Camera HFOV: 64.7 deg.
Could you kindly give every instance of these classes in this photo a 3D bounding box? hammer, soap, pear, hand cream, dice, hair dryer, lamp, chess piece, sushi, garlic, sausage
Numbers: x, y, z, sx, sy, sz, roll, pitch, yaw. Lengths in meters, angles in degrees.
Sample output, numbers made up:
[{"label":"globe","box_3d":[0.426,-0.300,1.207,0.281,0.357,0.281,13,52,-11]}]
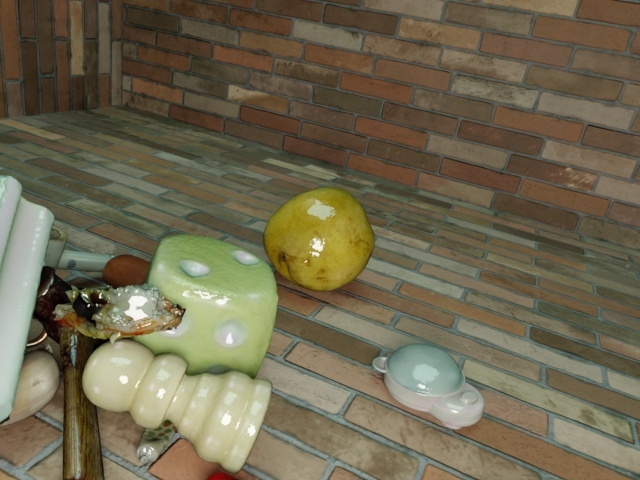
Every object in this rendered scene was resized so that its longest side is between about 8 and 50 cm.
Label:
[{"label":"hammer","box_3d":[-0.430,0.250,0.887,0.095,0.242,0.409,-28,47,0]},{"label":"soap","box_3d":[-0.609,0.127,0.787,0.261,0.156,0.446,-4,63,1]},{"label":"pear","box_3d":[0.000,0.000,1.463,0.314,0.315,0.314,9,23,-4]},{"label":"hand cream","box_3d":[-0.286,0.338,0.909,0.057,0.037,0.165,11,17,0]},{"label":"dice","box_3d":[-0.242,0.148,1.029,0.249,0.252,0.254,16,22,-19]},{"label":"hair dryer","box_3d":[-0.601,0.067,1.288,0.107,0.173,0.357,35,14,36]},{"label":"lamp","box_3d":[0.246,0.303,1.108,0.179,0.108,0.246,-17,35,-39]},{"label":"chess piece","box_3d":[-0.244,0.257,0.851,0.299,0.167,0.167,25,23,-5]},{"label":"sushi","box_3d":[-0.339,0.116,0.823,0.225,0.103,0.097,-4,24,10]},{"label":"garlic","box_3d":[-0.571,0.269,0.871,0.266,0.148,0.129,-18,72,-55]},{"label":"sausage","box_3d":[-0.417,0.115,1.258,0.259,0.114,0.113,20,25,25]}]

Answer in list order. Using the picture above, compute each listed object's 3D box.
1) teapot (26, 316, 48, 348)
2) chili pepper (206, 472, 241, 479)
[{"label":"teapot","box_3d":[-0.643,0.198,0.956,0.252,0.135,0.178,-12,-2,-31]},{"label":"chili pepper","box_3d":[-0.087,0.435,0.701,0.137,0.092,0.368,-28,39,-33]}]
